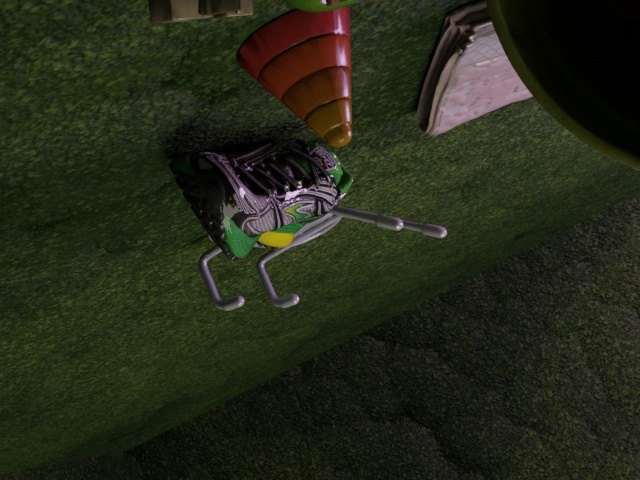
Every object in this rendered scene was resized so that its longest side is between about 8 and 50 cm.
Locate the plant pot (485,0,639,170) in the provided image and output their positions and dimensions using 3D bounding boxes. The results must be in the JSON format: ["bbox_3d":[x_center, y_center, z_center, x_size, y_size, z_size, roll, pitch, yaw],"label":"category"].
[{"bbox_3d":[0.361,-0.253,1.028,0.366,0.366,0.353,-31,177,27],"label":"plant pot"}]

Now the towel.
[{"bbox_3d":[0.286,-0.249,1.498,0.331,0.053,0.317,-22,168,-7],"label":"towel"}]

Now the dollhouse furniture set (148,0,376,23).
[{"bbox_3d":[-0.022,-0.224,0.922,0.182,0.101,0.161,-11,-169,-30],"label":"dollhouse furniture set"}]

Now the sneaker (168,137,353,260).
[{"bbox_3d":[-0.064,-0.072,1.444,0.146,0.134,0.343,-35,174,16],"label":"sneaker"}]

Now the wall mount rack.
[{"bbox_3d":[0.000,0.000,1.801,0.304,0.130,0.350,-29,168,19],"label":"wall mount rack"}]

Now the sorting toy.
[{"bbox_3d":[0.033,-0.190,1.087,0.127,0.126,0.365,-19,167,-24],"label":"sorting toy"}]
